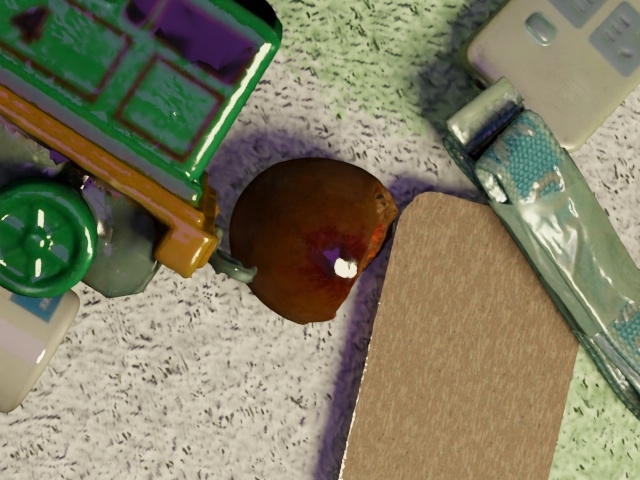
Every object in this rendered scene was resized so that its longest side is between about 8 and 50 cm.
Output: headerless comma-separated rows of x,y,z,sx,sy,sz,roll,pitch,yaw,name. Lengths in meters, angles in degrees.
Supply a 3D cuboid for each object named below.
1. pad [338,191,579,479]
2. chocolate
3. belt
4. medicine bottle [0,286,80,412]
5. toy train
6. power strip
0.112,0.107,1.451,0.176,0.002,0.266,14,88,-23,pad
0.000,0.000,1.386,0.127,0.133,0.124,4,86,-13,chocolate
0.198,0.015,1.429,0.072,0.087,0.302,-38,104,-6,belt
-0.263,0.039,1.351,0.168,0.105,0.105,32,85,-9,medicine bottle
-0.200,-0.123,1.289,0.429,0.178,0.249,33,100,-9,toy train
0.223,-0.185,1.470,0.118,0.046,0.270,44,84,-8,power strip
